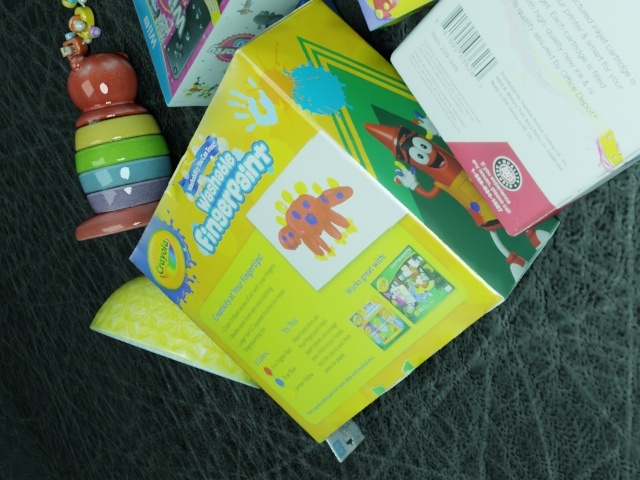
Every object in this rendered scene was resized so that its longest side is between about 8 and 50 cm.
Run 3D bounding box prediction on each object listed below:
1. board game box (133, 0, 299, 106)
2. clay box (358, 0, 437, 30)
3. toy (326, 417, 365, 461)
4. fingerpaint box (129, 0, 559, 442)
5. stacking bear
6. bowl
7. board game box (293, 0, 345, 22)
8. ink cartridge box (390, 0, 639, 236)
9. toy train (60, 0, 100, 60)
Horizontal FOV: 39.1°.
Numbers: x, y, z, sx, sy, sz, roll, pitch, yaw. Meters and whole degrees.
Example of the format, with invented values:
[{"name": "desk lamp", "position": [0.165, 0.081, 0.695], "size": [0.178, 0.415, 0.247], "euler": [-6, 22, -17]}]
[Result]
[{"name": "board game box", "position": [-0.131, -0.343, 1.130], "size": [0.303, 0.097, 0.224], "euler": [-46, 59, 51]}, {"name": "clay box", "position": [0.114, -0.315, 0.929], "size": [0.222, 0.053, 0.127], "euler": [-14, 100, 53]}, {"name": "toy", "position": [0.004, 0.192, 1.320], "size": [0.056, 0.137, 0.237], "euler": [-36, 83, 17]}, {"name": "fingerpaint box", "position": [0.000, 0.000, 1.102], "size": [0.371, 0.163, 0.445], "euler": [43, 140, 4]}, {"name": "stacking bear", "position": [-0.332, -0.163, 1.469], "size": [0.164, 0.175, 0.289], "euler": [-8, 97, 53]}, {"name": "bowl", "position": [-0.204, 0.118, 1.444], "size": [0.289, 0.289, 0.156], "euler": [8, 74, 47]}, {"name": "board game box", "position": [-0.002, -0.194, 1.140], "size": [0.210, 0.047, 0.160], "euler": [58, 142, 6]}, {"name": "ink cartridge box", "position": [0.236, -0.175, 0.803], "size": [0.226, 0.131, 0.306], "euler": [59, 141, 7]}, {"name": "toy train", "position": [-0.435, -0.383, 1.544], "size": [0.125, 0.046, 0.166], "euler": [1, 111, 49]}]
